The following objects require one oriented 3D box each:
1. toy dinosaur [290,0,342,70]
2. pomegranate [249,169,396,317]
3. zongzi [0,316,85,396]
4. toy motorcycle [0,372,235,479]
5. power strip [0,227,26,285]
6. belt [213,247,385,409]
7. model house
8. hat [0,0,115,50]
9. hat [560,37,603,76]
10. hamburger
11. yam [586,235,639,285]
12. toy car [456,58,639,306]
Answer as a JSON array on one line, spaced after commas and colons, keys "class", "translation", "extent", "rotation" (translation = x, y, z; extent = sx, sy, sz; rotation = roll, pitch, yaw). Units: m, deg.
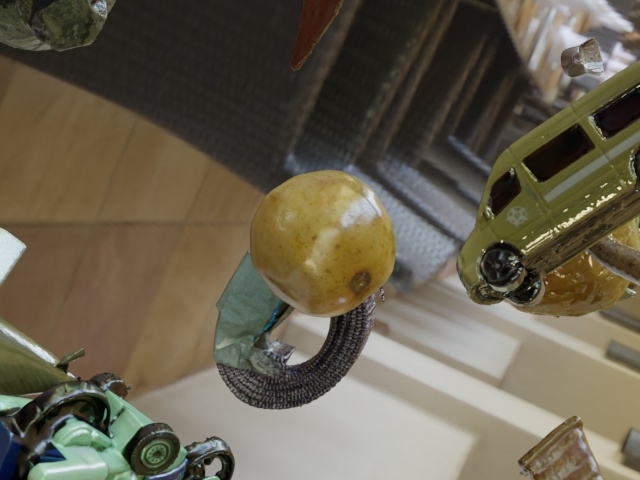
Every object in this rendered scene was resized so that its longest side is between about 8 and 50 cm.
[{"class": "toy dinosaur", "translation": [-0.063, -0.304, 1.012], "extent": [0.113, 0.207, 0.327], "rotation": [-59, 165, -24]}, {"class": "pomegranate", "translation": [0.000, 0.000, 1.434], "extent": [0.196, 0.196, 0.196], "rotation": [-61, 168, -24]}, {"class": "zongzi", "translation": [-0.440, 0.101, 0.906], "extent": [0.447, 0.418, 0.181], "rotation": [-70, -177, -74]}, {"class": "toy motorcycle", "translation": [-0.206, 0.235, 1.050], "extent": [0.196, 0.125, 0.331], "rotation": [-53, 146, -2]}, {"class": "power strip", "translation": [-0.528, 0.090, 1.645], "extent": [0.338, 0.058, 0.098], "rotation": [-38, -158, 42]}, {"class": "belt", "translation": [-0.048, 0.137, 1.948], "extent": [0.324, 0.260, 0.122], "rotation": [-58, 176, 17]}, {"class": "model house", "translation": [0.380, 0.420, 1.836], "extent": [0.199, 0.229, 0.219], "rotation": [-31, -158, -2]}, {"class": "hat", "translation": [-0.427, -0.388, 1.872], "extent": [0.266, 0.128, 0.265], "rotation": [-24, 142, -21]}, {"class": "hat", "translation": [0.386, -0.267, 1.681], "extent": [0.087, 0.042, 0.058], "rotation": [-25, 102, -47]}, {"class": "hamburger", "translation": [0.438, 0.010, 2.044], "extent": [0.144, 0.283, 0.259], "rotation": [7, 75, -74]}, {"class": "yam", "translation": [0.374, -0.001, 1.582], "extent": [0.045, 0.045, 0.327], "rotation": [-36, -154, -6]}, {"class": "toy car", "translation": [0.226, -0.047, 1.026], "extent": [0.257, 0.124, 0.101], "rotation": [-34, 155, 13]}]
